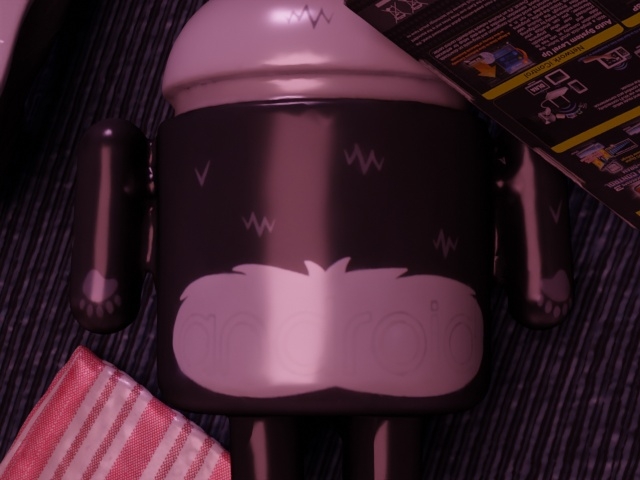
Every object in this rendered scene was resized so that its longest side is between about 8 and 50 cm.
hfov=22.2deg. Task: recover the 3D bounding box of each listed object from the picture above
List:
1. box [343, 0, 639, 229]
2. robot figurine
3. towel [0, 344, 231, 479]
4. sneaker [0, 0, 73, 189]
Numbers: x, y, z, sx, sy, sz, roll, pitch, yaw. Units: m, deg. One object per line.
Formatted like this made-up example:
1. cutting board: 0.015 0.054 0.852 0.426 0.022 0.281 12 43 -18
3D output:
1. box: 0.178 -0.121 0.706 0.270 0.216 0.060 -27 42 42
2. robot figurine: 0.002 0.000 0.828 0.174 0.209 0.278 -6 83 49
3. towel: -0.098 0.169 0.922 0.197 0.029 0.144 33 96 16
4. sneaker: -0.190 -0.140 0.941 0.105 0.147 0.295 25 61 -6
